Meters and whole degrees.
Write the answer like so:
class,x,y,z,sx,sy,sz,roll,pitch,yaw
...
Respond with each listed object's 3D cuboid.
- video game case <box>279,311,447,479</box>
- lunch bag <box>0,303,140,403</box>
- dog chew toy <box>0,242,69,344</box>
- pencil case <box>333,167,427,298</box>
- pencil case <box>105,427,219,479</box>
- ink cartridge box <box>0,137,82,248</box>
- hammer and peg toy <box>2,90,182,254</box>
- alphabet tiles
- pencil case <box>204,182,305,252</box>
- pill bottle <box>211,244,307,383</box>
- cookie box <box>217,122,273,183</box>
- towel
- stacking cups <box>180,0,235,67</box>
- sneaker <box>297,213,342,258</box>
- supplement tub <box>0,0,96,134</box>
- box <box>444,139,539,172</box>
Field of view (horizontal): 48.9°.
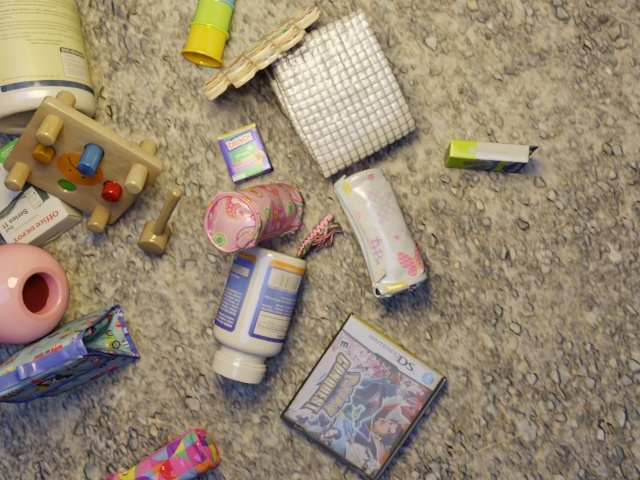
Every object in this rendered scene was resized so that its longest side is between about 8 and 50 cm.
class,x,y,z,sx,sy,sz,roll,pitch,yaw
video game case,0.091,0.335,1.503,0.248,0.035,0.275,34,90,4
lunch bag,-0.531,0.236,1.419,0.221,0.293,0.138,-24,86,3
dog chew toy,-0.683,0.110,1.468,0.332,0.206,0.206,-2,87,34
pencil case,0.122,-0.014,1.474,0.124,0.113,0.273,-19,85,-19
pencil case,-0.334,0.489,1.496,0.236,0.104,0.104,-29,86,1
ink cartridge box,-0.648,-0.094,1.542,0.153,0.087,0.208,-34,87,3
hammer and peg toy,-0.434,-0.131,1.438,0.361,0.266,0.127,30,48,-24
alphabet tiles,-0.126,-0.386,1.435,0.284,0.278,0.021,-37,114,2
pencil case,-0.123,-0.049,1.411,0.124,0.284,0.124,2,97,18
pill bottle,-0.136,0.151,1.467,0.152,0.152,0.272,17,90,4
cookie box,-0.164,-0.189,1.537,0.092,0.040,0.107,-21,86,4
towel,0.039,-0.305,1.475,0.235,0.121,0.283,-27,99,4
stacking cups,-0.226,-0.544,1.532,0.096,0.096,0.316,11,87,4
sneaker,0.000,0.000,1.520,0.057,0.047,0.119,42,92,-7
supplement tub,-0.617,-0.406,1.478,0.235,0.235,0.325,-12,87,3
box,0.354,-0.175,1.467,0.178,0.109,0.042,5,84,4
